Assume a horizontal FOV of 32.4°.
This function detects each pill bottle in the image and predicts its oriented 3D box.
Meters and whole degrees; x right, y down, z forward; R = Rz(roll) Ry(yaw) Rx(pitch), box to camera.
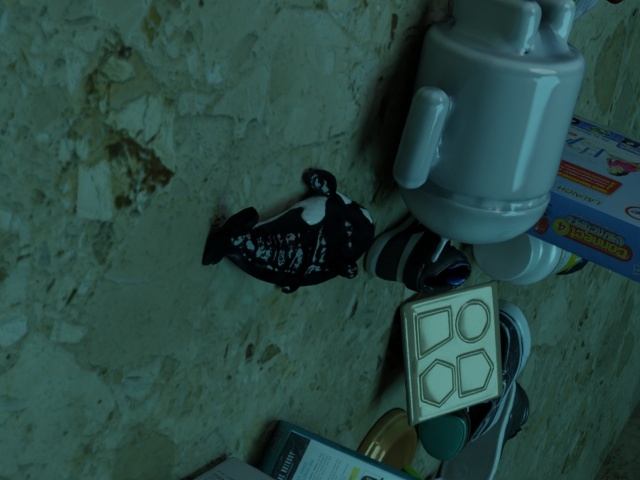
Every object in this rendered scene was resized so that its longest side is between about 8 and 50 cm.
[{"bbox_3d":[0.346,-0.001,1.818,0.246,0.136,0.136,-12,122,-58],"label":"pill bottle"}]

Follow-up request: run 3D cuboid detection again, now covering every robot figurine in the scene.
[{"bbox_3d":[0.209,-0.145,1.380,0.300,0.200,0.353,-12,124,-39],"label":"robot figurine"}]

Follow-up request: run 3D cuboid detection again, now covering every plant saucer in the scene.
[{"bbox_3d":[0.102,0.371,1.795,0.200,0.037,0.199,-42,145,-38],"label":"plant saucer"}]

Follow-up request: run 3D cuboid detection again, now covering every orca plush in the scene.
[{"bbox_3d":[0.000,0.000,1.229,0.287,0.102,0.151,20,93,-63],"label":"orca plush"}]

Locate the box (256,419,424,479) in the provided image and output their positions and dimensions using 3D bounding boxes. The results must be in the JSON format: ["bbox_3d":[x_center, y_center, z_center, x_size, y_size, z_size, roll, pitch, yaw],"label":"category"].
[{"bbox_3d":[0.039,0.330,1.444,0.100,0.244,0.060,-64,-164,-2],"label":"box"}]

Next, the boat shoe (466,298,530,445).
[{"bbox_3d":[0.286,0.244,1.959,0.102,0.108,0.301,-35,148,-47],"label":"boat shoe"}]

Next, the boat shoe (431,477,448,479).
[{"bbox_3d":[0.186,0.478,2.016,0.184,0.066,0.063,-24,133,-40],"label":"boat shoe"}]

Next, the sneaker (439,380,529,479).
[{"bbox_3d":[0.330,0.396,2.150,0.147,0.105,0.295,25,85,-58],"label":"sneaker"}]

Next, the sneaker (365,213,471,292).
[{"bbox_3d":[0.168,0.010,1.521,0.217,0.121,0.079,-38,143,-43],"label":"sneaker"}]

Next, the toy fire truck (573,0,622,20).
[{"bbox_3d":[0.363,-0.377,1.539,0.302,0.169,0.253,-40,162,-39],"label":"toy fire truck"}]

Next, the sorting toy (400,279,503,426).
[{"bbox_3d":[0.202,0.171,1.711,0.208,0.038,0.192,-13,105,-35],"label":"sorting toy"}]

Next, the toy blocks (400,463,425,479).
[{"bbox_3d":[0.023,0.520,1.608,0.261,0.191,0.381,-35,158,-36],"label":"toy blocks"}]

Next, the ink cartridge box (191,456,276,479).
[{"bbox_3d":[-0.175,0.448,1.216,0.385,0.160,0.279,-22,130,-54],"label":"ink cartridge box"}]

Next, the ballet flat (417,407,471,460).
[{"bbox_3d":[0.213,0.263,1.852,0.280,0.095,0.096,81,30,-48],"label":"ballet flat"}]

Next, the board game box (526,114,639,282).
[{"bbox_3d":[0.434,-0.081,1.723,0.302,0.308,0.086,-31,139,-48],"label":"board game box"}]

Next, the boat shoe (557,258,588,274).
[{"bbox_3d":[0.517,-0.036,2.139,0.089,0.109,0.258,-29,134,-45],"label":"boat shoe"}]
